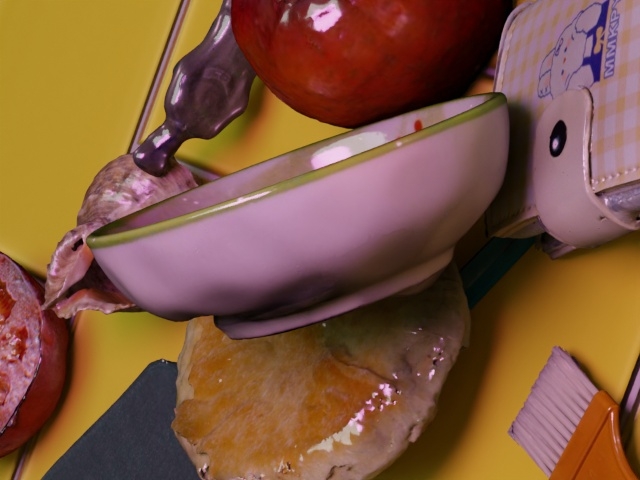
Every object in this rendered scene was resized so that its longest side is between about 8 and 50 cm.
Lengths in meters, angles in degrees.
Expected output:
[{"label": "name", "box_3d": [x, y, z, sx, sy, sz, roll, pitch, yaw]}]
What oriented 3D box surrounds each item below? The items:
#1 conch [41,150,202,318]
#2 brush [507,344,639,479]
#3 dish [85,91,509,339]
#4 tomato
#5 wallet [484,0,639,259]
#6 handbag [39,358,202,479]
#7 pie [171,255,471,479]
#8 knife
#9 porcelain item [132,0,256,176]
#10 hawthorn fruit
[{"label": "conch", "box_3d": [-0.168, 0.002, 1.701, 0.155, 0.207, 0.130, 8, 127, 40]}, {"label": "brush", "box_3d": [0.227, 0.194, 1.304, 0.314, 0.017, 0.090, 51, 126, 48]}, {"label": "dish", "box_3d": [0.000, 0.000, 1.370, 0.324, 0.324, 0.124, -15, 98, 42]}, {"label": "tomato", "box_3d": [-0.325, 0.122, 1.862, 0.225, 0.085, 0.225, -19, 62, 38]}, {"label": "wallet", "box_3d": [0.207, -0.110, 1.315, 0.309, 0.077, 0.223, 153, 130, -71]}, {"label": "handbag", "box_3d": [-0.122, 0.289, 1.607, 0.238, 0.089, 0.326, -42, 53, 28]}, {"label": "pie", "box_3d": [-0.006, 0.086, 1.511, 0.306, 0.071, 0.306, -27, 43, 28]}, {"label": "knife", "box_3d": [0.084, 0.080, 1.511, 0.296, 0.026, 0.044, -47, 43, 20]}, {"label": "porcelain item", "box_3d": [-0.093, -0.148, 1.688, 0.215, 0.081, 0.069, -56, 35, -2]}, {"label": "hawthorn fruit", "box_3d": [0.027, -0.189, 1.506, 0.215, 0.250, 0.215, 0, 89, 24]}]
